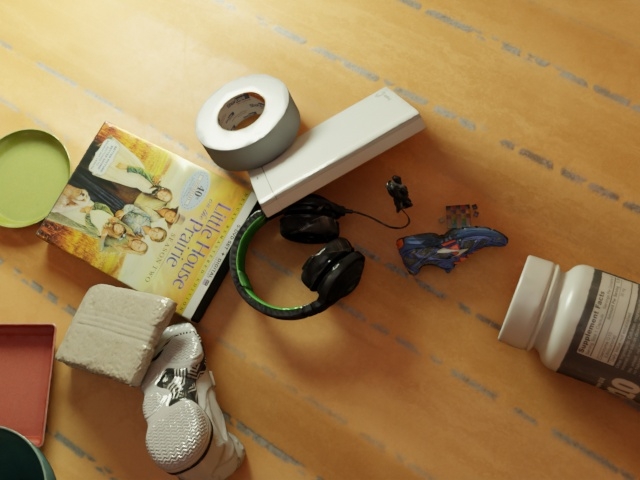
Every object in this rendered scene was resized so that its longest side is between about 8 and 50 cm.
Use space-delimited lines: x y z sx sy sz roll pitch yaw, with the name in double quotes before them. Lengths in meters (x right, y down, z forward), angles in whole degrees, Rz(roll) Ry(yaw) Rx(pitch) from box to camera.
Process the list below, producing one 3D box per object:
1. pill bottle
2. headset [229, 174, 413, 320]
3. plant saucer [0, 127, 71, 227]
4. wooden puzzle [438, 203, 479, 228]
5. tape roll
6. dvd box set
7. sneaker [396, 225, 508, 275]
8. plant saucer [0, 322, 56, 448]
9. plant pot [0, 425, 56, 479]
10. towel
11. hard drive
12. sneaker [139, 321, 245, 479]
"pill bottle" 0.521 0.165 1.378 0.360 0.204 0.204 20 79 15
"headset" 0.000 0.000 1.524 0.394 0.185 0.244 -26 72 4
"plant saucer" -0.678 -0.140 1.759 0.240 0.037 0.241 -3 74 9
"wooden puzzle" 0.286 -0.049 1.581 0.083 0.006 0.049 -4 74 9
"tape roll" -0.157 -0.254 1.641 0.219 0.072 0.219 -12 53 16
"dvd box set" -0.371 -0.046 1.666 0.420 0.062 0.308 27 81 16
"sneaker" 0.266 0.021 1.537 0.221 0.083 0.087 -9 88 12
"plant saucer" -0.686 0.308 1.633 0.258 0.048 0.259 -1 75 10
"plant pot" -0.624 0.522 1.474 0.290 0.195 0.290 -3 64 7
"towel" -0.418 0.189 1.557 0.282 0.049 0.187 7 67 41
"hard drive" 0.020 -0.189 1.570 0.353 0.233 0.047 -29 116 1
"sneaker" -0.254 0.340 1.508 0.137 0.210 0.366 -22 38 3
